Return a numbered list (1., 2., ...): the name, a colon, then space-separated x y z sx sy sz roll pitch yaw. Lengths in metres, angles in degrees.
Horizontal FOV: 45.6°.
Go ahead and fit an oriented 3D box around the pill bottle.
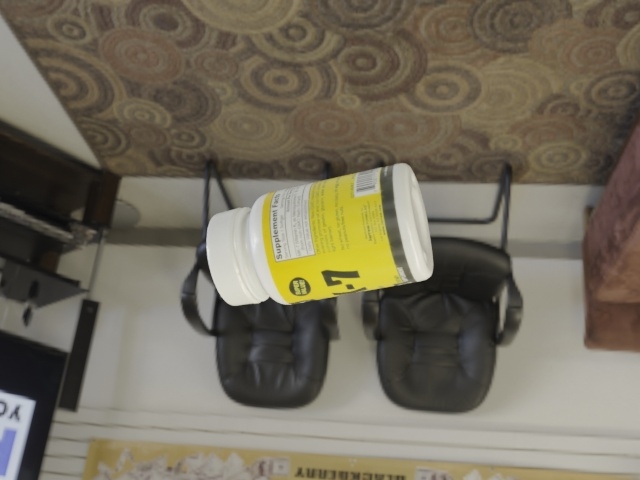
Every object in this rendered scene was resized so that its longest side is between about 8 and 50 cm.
1. pill bottle: 0.000 0.000 0.770 0.209 0.119 0.119 -11 151 15
